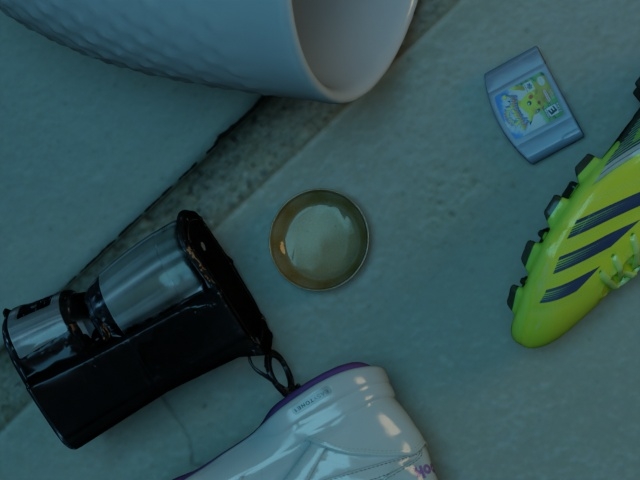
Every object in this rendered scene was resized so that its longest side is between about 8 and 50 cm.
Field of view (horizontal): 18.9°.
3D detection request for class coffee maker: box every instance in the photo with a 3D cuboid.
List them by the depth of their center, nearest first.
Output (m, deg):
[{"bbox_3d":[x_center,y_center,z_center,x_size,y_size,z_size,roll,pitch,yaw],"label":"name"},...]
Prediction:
[{"bbox_3d":[-0.138,0.090,1.519,0.178,0.120,0.171,-31,77,10],"label":"coffee maker"}]

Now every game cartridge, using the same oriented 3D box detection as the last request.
[{"bbox_3d":[0.165,-0.105,1.515,0.056,0.017,0.083,-30,77,14],"label":"game cartridge"}]

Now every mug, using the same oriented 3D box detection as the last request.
[{"bbox_3d":[-0.097,-0.299,1.500,0.328,0.276,0.374,10,56,23],"label":"mug"}]

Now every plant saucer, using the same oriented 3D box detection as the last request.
[{"bbox_3d":[0.000,0.000,1.546,0.083,0.015,0.083,-2,83,14],"label":"plant saucer"}]

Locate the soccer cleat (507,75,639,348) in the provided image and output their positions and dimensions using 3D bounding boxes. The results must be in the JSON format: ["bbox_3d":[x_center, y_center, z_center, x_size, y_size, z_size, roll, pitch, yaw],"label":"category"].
[{"bbox_3d":[0.248,-0.028,1.445,0.121,0.093,0.289,35,94,9],"label":"soccer cleat"}]

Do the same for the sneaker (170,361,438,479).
[{"bbox_3d":[-0.046,0.229,1.479,0.305,0.114,0.152,-37,75,8],"label":"sneaker"}]
